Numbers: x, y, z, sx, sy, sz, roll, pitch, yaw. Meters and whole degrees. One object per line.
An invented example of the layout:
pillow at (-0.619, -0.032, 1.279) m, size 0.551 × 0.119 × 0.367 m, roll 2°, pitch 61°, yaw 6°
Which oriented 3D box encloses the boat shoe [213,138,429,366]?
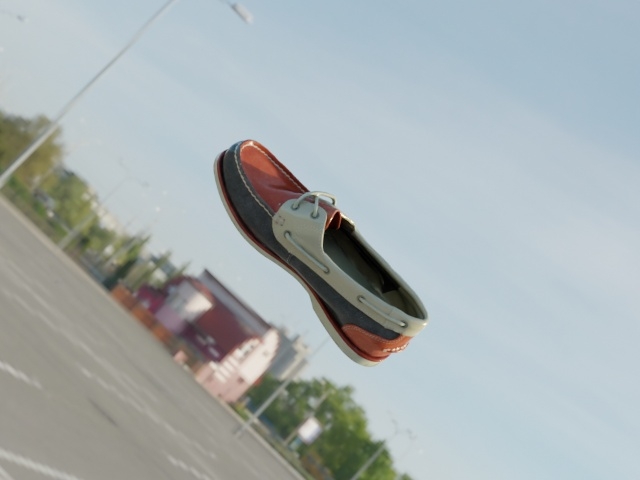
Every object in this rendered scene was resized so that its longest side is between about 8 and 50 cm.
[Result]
boat shoe at (0.000, 0.000, 0.539) m, size 0.137 × 0.049 × 0.043 m, roll 52°, pitch -46°, yaw 7°
